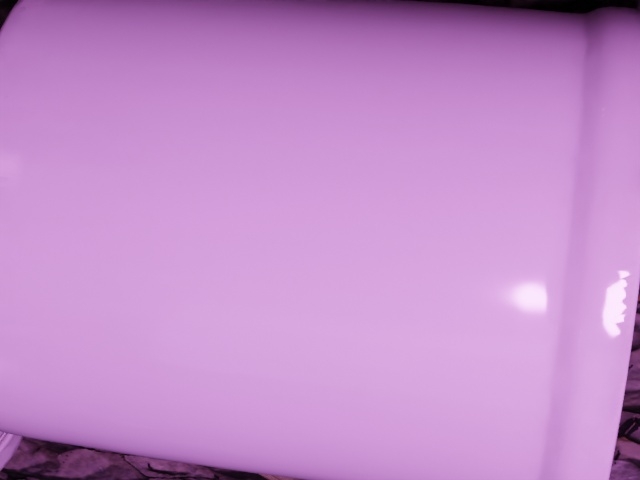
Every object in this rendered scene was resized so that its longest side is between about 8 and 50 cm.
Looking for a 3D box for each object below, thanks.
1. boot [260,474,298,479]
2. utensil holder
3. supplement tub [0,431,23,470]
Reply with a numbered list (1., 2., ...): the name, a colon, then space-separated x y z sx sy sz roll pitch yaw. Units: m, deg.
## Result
1. boot: 0.008 0.143 1.392 0.203 0.095 0.262 -5 147 20
2. utensil holder: 0.000 0.000 0.995 0.385 0.327 0.327 5 144 6
3. supplement tub: -0.359 0.053 1.214 0.241 0.241 0.331 4 145 6
